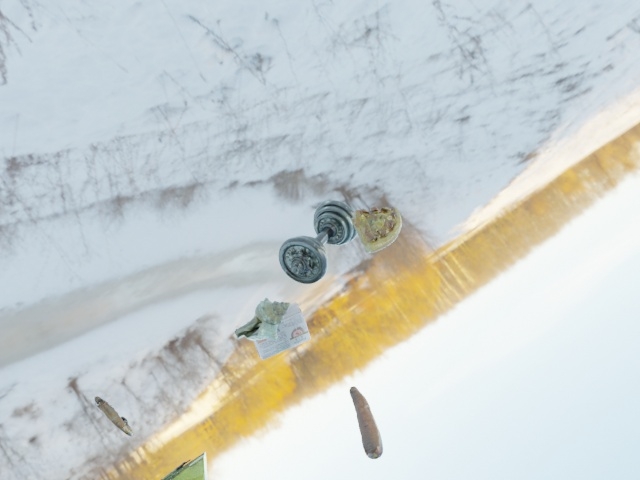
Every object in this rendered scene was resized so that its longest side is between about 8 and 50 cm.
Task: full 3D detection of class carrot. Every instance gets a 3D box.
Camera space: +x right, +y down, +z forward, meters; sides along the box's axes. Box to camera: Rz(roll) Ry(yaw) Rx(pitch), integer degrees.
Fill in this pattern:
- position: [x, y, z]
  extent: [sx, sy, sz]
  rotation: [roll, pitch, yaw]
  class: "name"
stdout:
- position: [0.125, 0.503, 1.652]
  extent: [0.059, 0.059, 0.247]
  rotation: [-37, -143, 15]
  class: "carrot"

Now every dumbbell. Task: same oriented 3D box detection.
- position: [0.000, 0.000, 2.029]
  extent: [0.179, 0.179, 0.406]
  rotation: [-41, -175, 37]
  class: "dumbbell"

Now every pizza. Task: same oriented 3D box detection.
- position: [0.142, -0.039, 1.535]
  extent: [0.046, 0.134, 0.175]
  rotation: [101, 12, -45]
  class: "pizza"

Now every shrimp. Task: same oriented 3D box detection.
- position: [-0.687, 0.587, 1.969]
  extent: [0.034, 0.178, 0.124]
  rotation: [-46, 173, -14]
  class: "shrimp"

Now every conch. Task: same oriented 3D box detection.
- position: [-0.177, 0.277, 1.927]
  extent: [0.233, 0.114, 0.137]
  rotation: [-56, -156, 16]
  class: "conch"

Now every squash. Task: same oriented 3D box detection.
- position: [-0.519, 0.806, 1.871]
  extent: [0.309, 0.210, 0.233]
  rotation: [-3, 168, -10]
  class: "squash"

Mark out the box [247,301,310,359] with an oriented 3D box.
- position: [-0.148, 0.326, 2.112]
  extent: [0.199, 0.135, 0.081]
  rotation: [-20, -151, -9]
  class: "box"
